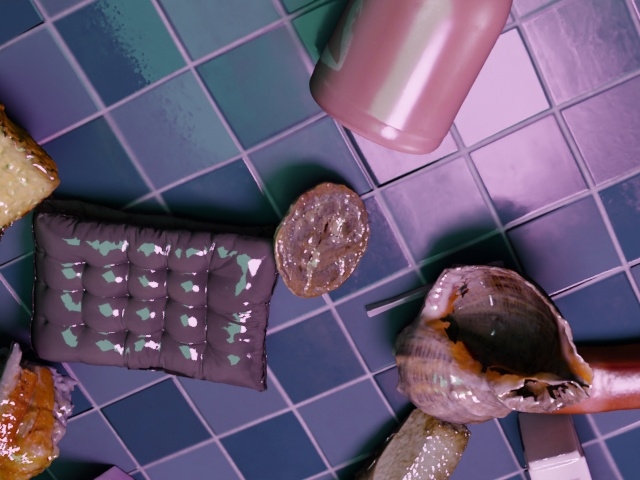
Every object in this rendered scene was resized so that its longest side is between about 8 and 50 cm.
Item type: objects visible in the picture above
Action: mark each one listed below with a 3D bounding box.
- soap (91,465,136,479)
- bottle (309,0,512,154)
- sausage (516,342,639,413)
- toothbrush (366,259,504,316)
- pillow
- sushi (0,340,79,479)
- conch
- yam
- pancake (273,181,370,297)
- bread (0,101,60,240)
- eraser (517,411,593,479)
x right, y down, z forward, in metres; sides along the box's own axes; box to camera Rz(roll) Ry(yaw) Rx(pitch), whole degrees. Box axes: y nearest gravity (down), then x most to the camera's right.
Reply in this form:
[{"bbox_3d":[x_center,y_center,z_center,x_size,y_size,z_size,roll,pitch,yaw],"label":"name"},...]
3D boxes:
[{"bbox_3d":[-0.317,0.455,1.481,0.193,0.324,0.109,40,112,-16],"label":"soap"},{"bbox_3d":[0.107,-0.268,1.210,0.206,0.173,0.297,37,116,21],"label":"bottle"},{"bbox_3d":[0.412,0.185,1.471,0.300,0.083,0.089,-3,124,6],"label":"sausage"},{"bbox_3d":[0.153,0.064,1.451,0.194,0.014,0.017,-19,117,10],"label":"toothbrush"},{"bbox_3d":[-0.216,0.074,1.419,0.326,0.101,0.228,6,113,-4],"label":"pillow"},{"bbox_3d":[-0.421,0.243,1.431,0.139,0.184,0.274,33,133,-28],"label":"sushi"},{"bbox_3d":[0.224,0.139,1.405,0.291,0.159,0.210,8,88,30],"label":"conch"},{"bbox_3d":[0.104,0.348,1.548,0.106,0.106,0.259,31,114,-14],"label":"yam"},{"bbox_3d":[0.000,0.000,1.378,0.158,0.028,0.158,-19,122,-33],"label":"pancake"},{"bbox_3d":[-0.440,-0.081,1.322,0.260,0.147,0.160,-38,119,22],"label":"bread"},{"bbox_3d":[0.356,0.378,1.542,0.081,0.124,0.279,-17,114,10],"label":"eraser"}]
